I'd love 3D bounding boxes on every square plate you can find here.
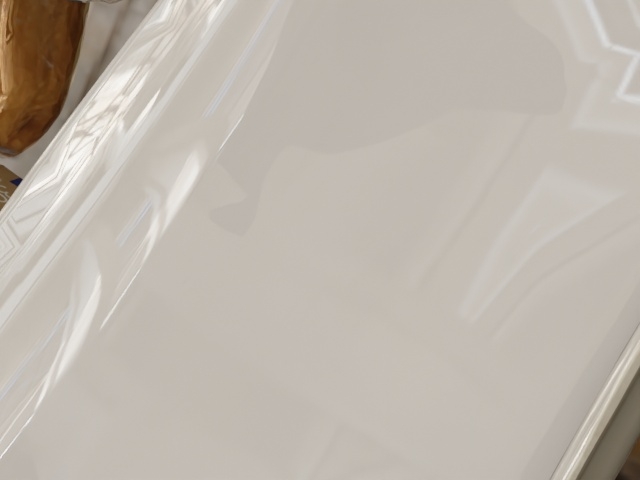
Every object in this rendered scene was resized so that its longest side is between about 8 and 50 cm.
[{"bbox_3d":[0.000,0.000,0.498,0.347,0.049,0.344,-56,31,-12],"label":"square plate"}]

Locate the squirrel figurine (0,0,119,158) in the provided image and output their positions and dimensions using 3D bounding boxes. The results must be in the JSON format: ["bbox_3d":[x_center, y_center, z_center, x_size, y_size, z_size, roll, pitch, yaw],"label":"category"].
[{"bbox_3d":[-0.172,-0.245,0.806,0.370,0.281,0.397,-14,65,48],"label":"squirrel figurine"}]

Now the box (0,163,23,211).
[{"bbox_3d":[-0.094,0.053,0.704,0.036,0.225,0.136,-59,-13,23],"label":"box"}]
